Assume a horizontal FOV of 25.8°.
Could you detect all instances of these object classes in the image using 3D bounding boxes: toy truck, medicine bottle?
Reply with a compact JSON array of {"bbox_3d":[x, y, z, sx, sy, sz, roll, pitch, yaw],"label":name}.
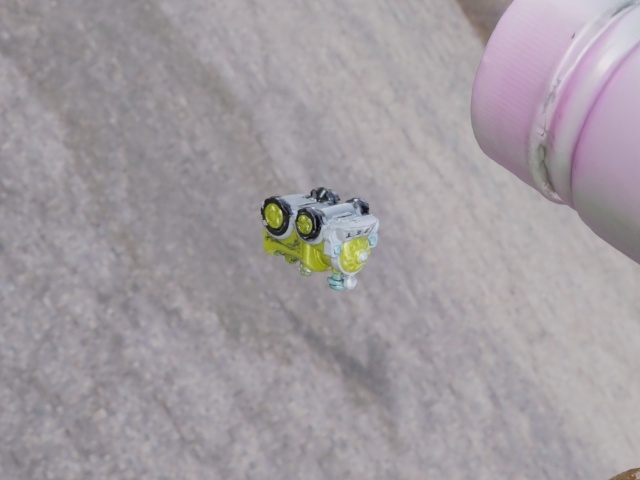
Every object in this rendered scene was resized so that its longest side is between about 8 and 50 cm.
[{"bbox_3d":[0.000,0.000,1.219,0.076,0.111,0.077,-12,113,-41],"label":"toy truck"},{"bbox_3d":[0.300,-0.073,1.092,0.325,0.212,0.212,38,1,37],"label":"medicine bottle"}]

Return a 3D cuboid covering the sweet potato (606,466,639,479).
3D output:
[{"bbox_3d":[0.382,0.273,1.526,0.067,0.281,0.059,-9,87,-65],"label":"sweet potato"}]
